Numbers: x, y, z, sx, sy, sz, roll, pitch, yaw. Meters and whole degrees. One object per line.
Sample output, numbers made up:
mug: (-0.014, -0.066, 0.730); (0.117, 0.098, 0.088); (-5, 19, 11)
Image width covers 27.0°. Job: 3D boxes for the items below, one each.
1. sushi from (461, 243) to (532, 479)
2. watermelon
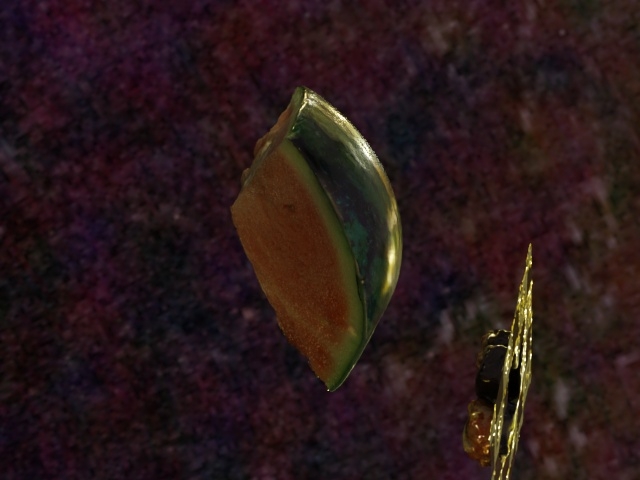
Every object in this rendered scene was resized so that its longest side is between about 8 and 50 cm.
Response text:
sushi: (0.145, 0.132, 1.130); (0.193, 0.040, 0.210); (81, 21, -44)
watermelon: (0.019, -0.008, 1.017); (0.231, 0.128, 0.146); (65, -14, -5)
